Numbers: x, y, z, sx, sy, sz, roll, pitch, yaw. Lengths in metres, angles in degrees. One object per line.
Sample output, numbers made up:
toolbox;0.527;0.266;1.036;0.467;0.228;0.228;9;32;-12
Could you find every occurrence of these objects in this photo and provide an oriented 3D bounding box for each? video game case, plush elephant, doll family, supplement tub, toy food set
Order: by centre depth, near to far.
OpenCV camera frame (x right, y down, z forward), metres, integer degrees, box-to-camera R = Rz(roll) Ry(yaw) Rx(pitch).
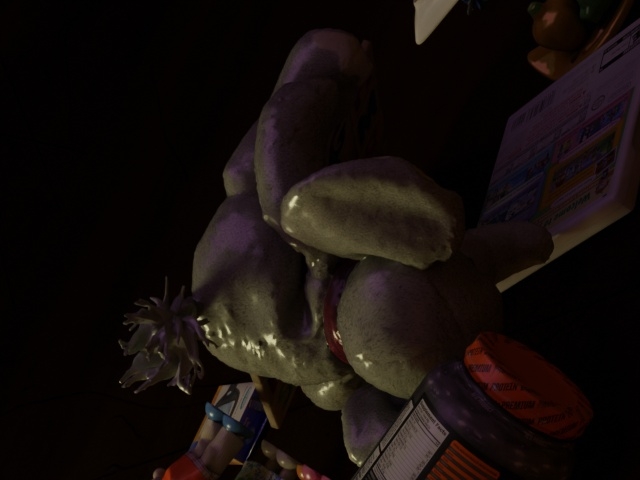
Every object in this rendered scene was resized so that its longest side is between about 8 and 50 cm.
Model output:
supplement tub;0.089;0.161;1.259;0.190;0.117;0.117;-55;17;16
plush elephant;0.044;0.027;1.390;0.255;0.272;0.330;10;34;31
video game case;0.192;-0.063;1.498;0.212;0.023;0.193;-37;28;52
doll family;-0.053;0.258;1.584;0.163;0.118;0.263;-56;33;-7
toy food set;0.225;-0.242;1.616;0.218;0.071;0.128;-64;16;-12

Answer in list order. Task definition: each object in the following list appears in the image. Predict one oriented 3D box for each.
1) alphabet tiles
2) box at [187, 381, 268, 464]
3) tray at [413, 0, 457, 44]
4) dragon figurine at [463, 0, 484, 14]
alphabet tiles;0.000;0.000;1.670;0.342;0.011;0.285;75;-144;-64
box;-0.087;0.183;1.916;0.081;0.028;0.136;-65;15;-16
tray;0.173;-0.340;2.021;0.270;0.030;0.145;-49;20;34
dragon figurine;0.180;-0.283;1.799;0.144;0.085;0.289;-60;15;1
